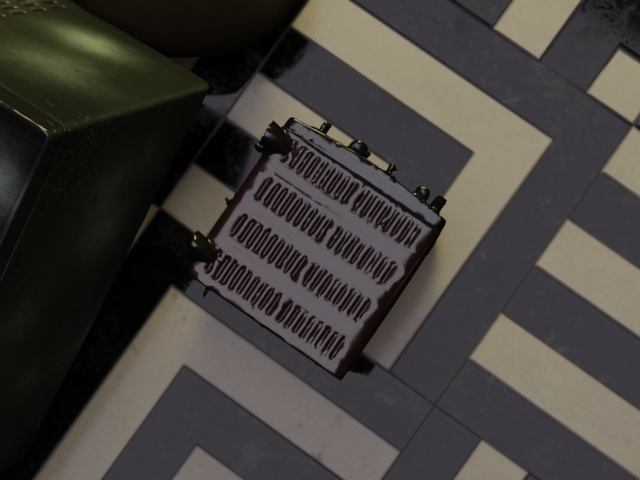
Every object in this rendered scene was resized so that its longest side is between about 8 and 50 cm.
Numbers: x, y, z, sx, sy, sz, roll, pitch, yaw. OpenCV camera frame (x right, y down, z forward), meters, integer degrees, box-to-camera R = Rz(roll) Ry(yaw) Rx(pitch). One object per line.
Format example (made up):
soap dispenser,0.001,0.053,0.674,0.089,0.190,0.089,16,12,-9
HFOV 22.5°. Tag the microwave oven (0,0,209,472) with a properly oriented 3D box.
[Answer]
microwave oven,-0.332,0.007,1.391,0.236,0.374,0.432,33,110,10

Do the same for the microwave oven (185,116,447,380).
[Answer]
microwave oven,0.001,0.002,1.461,0.178,0.247,0.188,32,90,3

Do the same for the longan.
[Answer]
longan,-0.132,-0.281,1.514,0.246,0.215,0.246,11,71,-34
